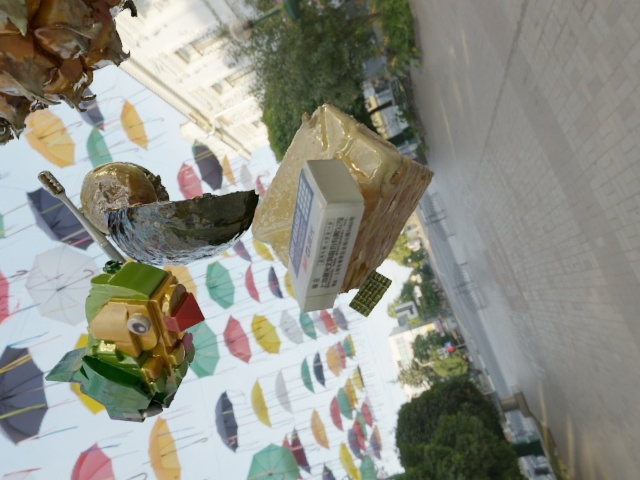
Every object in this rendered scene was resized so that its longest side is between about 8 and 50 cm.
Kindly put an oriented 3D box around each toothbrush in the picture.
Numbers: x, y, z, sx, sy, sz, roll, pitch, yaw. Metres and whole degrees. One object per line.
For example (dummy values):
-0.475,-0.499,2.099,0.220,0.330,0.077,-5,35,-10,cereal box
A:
-0.359,0.024,0.716,0.342,0.025,0.030,57,162,-21,toothbrush

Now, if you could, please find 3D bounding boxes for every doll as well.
-0.195,0.102,0.422,0.134,0.186,0.106,28,-149,-7,doll

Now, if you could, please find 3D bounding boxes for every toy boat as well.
0.124,0.132,1.030,0.063,0.115,0.016,29,164,32,toy boat

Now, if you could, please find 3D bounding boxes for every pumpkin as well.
-0.229,-0.011,0.614,0.163,0.278,0.112,-32,-63,-86,pumpkin

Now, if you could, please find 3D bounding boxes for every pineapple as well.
-0.285,-0.227,0.451,0.286,0.208,0.344,110,148,-41,pineapple

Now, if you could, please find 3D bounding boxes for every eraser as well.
0.000,0.000,0.764,0.279,0.081,0.124,102,154,-42,eraser

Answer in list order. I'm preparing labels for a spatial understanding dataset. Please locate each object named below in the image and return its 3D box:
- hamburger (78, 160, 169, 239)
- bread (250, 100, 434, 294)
-0.396,-0.072,0.816,0.159,0.185,0.131,38,-176,-13,hamburger
0.069,-0.100,1.051,0.279,0.390,0.371,33,-166,22,bread
